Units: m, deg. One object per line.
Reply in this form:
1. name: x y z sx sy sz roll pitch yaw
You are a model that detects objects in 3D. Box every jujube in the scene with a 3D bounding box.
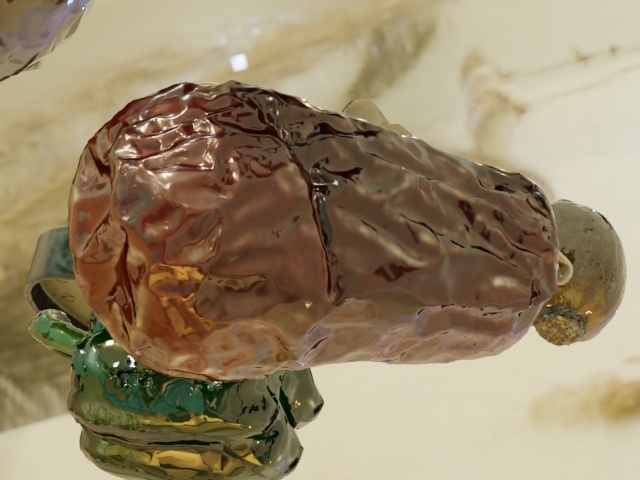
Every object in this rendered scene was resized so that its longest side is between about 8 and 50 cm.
1. jujube: 0.000 0.000 1.259 0.216 0.342 0.216 -177 -90 -66

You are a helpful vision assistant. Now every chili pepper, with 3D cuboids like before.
1. chili pepper: -0.133 0.110 1.464 0.174 0.261 0.165 60 41 -55

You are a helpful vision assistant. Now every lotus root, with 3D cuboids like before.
1. lotus root: 0.247 0.025 1.829 0.209 0.120 0.120 -79 154 -53

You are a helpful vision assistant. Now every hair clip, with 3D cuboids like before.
1. hair clip: 0.111 -0.032 1.432 0.226 0.034 0.072 39 3 22

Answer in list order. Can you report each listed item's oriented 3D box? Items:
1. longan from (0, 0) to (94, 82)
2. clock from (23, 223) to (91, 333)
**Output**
1. longan: -0.355 -0.273 1.521 0.391 0.391 0.391 -16 90 -85
2. clock: -0.173 0.083 2.049 0.325 0.325 0.067 64 41 -61
